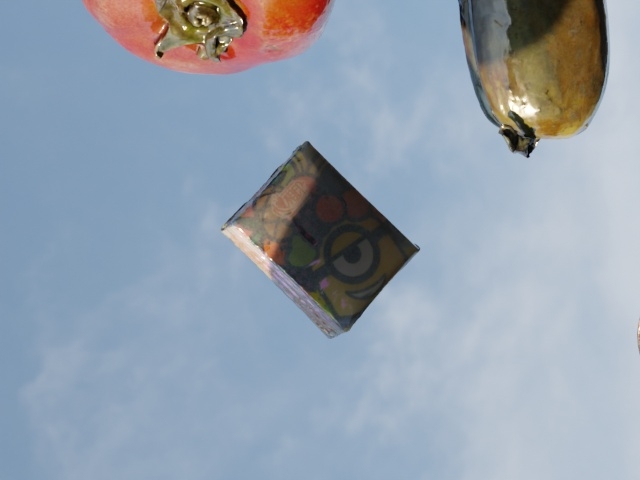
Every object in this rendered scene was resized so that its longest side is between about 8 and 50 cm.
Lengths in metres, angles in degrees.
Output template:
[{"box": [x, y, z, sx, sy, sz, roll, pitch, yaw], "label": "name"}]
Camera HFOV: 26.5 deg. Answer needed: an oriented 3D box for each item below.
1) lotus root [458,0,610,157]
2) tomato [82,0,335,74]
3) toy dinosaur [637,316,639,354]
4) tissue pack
[{"box": [0.178, -0.195, 1.131, 0.123, 0.124, 0.241, -10, -75, -14], "label": "lotus root"}, {"box": [-0.121, -0.332, 1.402, 0.325, 0.293, 0.290, 91, -179, -59], "label": "tomato"}, {"box": [0.280, -0.043, 0.983, 0.101, 0.055, 0.279, -7, -74, -28], "label": "toy dinosaur"}, {"box": [0.000, 0.000, 1.232, 0.148, 0.060, 0.108, 45, -109, -9], "label": "tissue pack"}]
